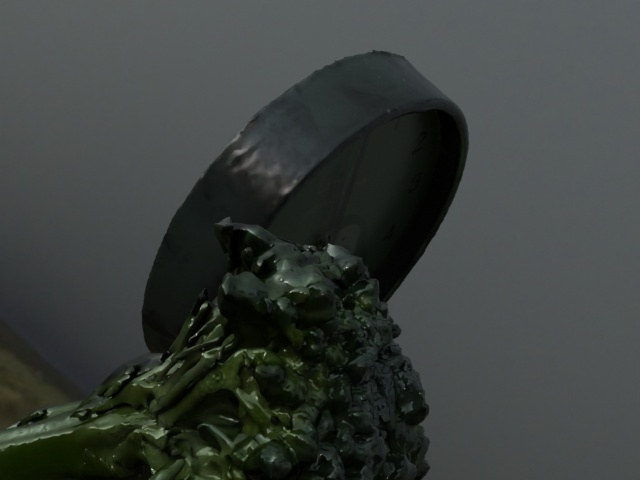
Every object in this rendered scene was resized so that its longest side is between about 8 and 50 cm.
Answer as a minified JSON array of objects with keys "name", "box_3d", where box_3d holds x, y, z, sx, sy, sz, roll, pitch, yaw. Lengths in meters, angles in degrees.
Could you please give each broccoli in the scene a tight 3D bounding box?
[{"name":"broccoli","box_3d":[-0.104,0.095,0.393,0.165,0.303,0.146,66,8,-61]}]

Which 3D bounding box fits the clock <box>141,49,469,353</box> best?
[{"name":"clock","box_3d":[-0.001,0.000,0.723,0.066,0.319,0.319,40,-16,24]}]
